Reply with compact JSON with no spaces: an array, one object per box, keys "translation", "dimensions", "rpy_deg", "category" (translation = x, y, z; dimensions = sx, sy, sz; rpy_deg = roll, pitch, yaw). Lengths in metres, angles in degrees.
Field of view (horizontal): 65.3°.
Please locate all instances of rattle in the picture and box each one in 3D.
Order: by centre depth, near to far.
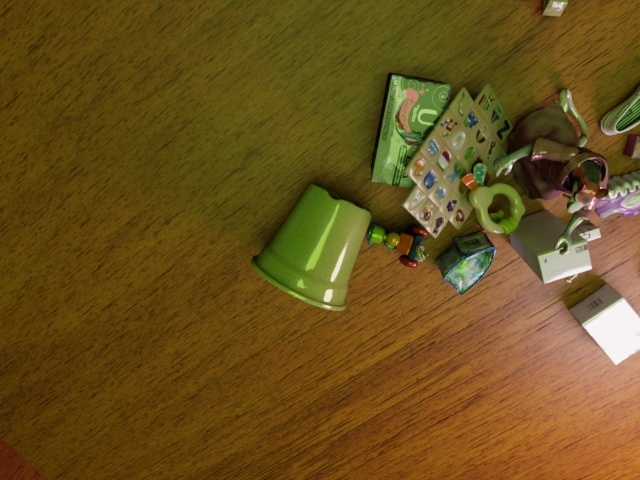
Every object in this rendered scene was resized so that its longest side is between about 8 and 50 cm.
[{"translation":[0.403,-0.105,1.254],"dimensions":[0.199,0.143,0.130],"rpy_deg":[33,101,-13],"category":"rattle"}]

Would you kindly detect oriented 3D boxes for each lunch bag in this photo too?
[{"translation":[0.389,0.048,1.319],"dimensions":[0.096,0.129,0.151],"rpy_deg":[42,108,-12],"category":"lunch bag"}]

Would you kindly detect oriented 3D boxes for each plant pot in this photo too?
[{"translation":[0.000,0.000,1.274],"dimensions":[0.276,0.276,0.254],"rpy_deg":[26,97,-6],"category":"plant pot"}]

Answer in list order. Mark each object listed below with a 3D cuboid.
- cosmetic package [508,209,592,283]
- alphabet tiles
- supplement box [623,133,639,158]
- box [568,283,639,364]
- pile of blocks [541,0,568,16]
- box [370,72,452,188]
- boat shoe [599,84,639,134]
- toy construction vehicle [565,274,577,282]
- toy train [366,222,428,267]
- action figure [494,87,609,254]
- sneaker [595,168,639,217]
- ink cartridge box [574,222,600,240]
[{"translation":[0.559,0.009,1.239],"dimensions":[0.117,0.231,0.086],"rpy_deg":[-19,111,10],"category":"cosmetic package"},{"translation":[0.332,-0.182,1.189],"dimensions":[0.285,0.011,0.343],"rpy_deg":[36,89,-43],"category":"alphabet tiles"},{"translation":[0.810,-0.232,1.238],"dimensions":[0.083,0.043,0.055],"rpy_deg":[5,110,1],"category":"supplement box"},{"translation":[0.806,0.232,1.382],"dimensions":[0.130,0.091,0.170],"rpy_deg":[-40,103,15],"category":"box"},{"translation":[0.498,-0.671,1.041],"dimensions":[0.112,0.149,0.363],"rpy_deg":[5,111,1],"category":"pile of blocks"},{"translation":[0.211,-0.263,1.197],"dimensions":[0.142,0.163,0.248],"rpy_deg":[9,110,2],"category":"box"},{"translation":[0.784,-0.331,1.186],"dimensions":[0.083,0.076,0.226],"rpy_deg":[41,107,-11],"category":"boat shoe"},{"translation":[0.674,0.058,1.356],"dimensions":[0.085,0.035,0.098],"rpy_deg":[29,109,-7],"category":"toy construction vehicle"},{"translation":[0.190,0.001,1.255],"dimensions":[0.143,0.248,0.105],"rpy_deg":[19,93,4],"category":"toy train"},{"translation":[0.555,-0.156,1.107],"dimensions":[0.275,0.370,0.248],"rpy_deg":[-37,106,12],"category":"action figure"},{"translation":[0.799,-0.116,1.262],"dimensions":[0.236,0.095,0.105],"rpy_deg":[-11,116,12],"category":"sneaker"},{"translation":[0.687,-0.015,1.321],"dimensions":[0.083,0.048,0.028],"rpy_deg":[-19,108,11],"category":"ink cartridge box"}]
